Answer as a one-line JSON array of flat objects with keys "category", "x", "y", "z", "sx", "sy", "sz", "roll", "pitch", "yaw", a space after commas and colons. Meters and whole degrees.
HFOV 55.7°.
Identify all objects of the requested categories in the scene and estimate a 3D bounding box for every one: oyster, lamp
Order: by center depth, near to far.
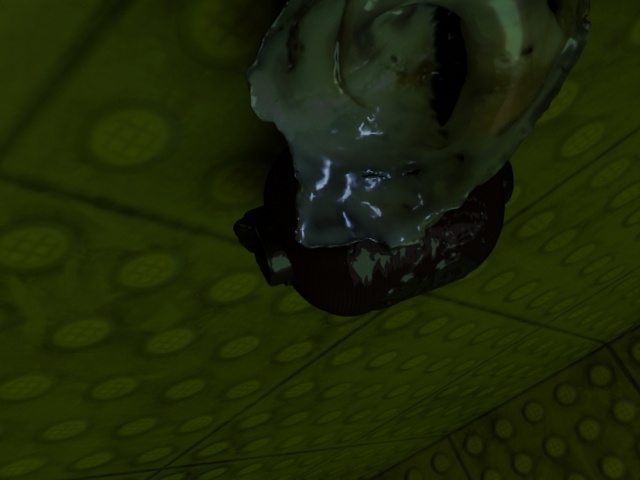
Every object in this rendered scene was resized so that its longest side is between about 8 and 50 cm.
[{"category": "oyster", "x": 0.078, "y": -0.131, "z": 0.442, "sx": 0.271, "sy": 0.100, "sz": 0.275, "roll": 0, "pitch": 111, "yaw": -28}, {"category": "lamp", "x": 0.052, "y": -0.023, "z": 0.557, "sx": 0.258, "sy": 0.180, "sz": 0.180, "roll": -19, "pitch": 150, "yaw": -12}]

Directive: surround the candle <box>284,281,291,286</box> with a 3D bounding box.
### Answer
[{"category": "candle", "x": 0.000, "y": 0.000, "z": 0.697, "sx": 0.053, "sy": 0.048, "sz": 0.162, "roll": 29, "pitch": 124, "yaw": -20}]
